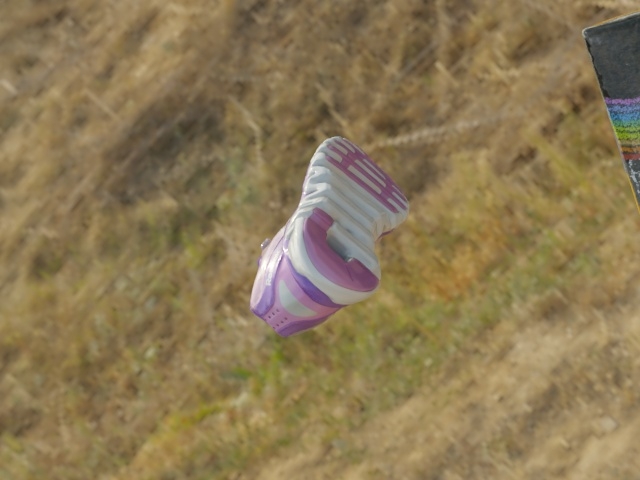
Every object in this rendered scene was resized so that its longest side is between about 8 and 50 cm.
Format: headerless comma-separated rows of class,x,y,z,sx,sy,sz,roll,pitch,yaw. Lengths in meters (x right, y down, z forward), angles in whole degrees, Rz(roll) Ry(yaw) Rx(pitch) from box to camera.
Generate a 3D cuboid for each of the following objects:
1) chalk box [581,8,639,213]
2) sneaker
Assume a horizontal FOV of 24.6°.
chalk box,0.372,-0.081,1.269,0.180,0.289,0.179,-15,7,31
sneaker,0.000,0.000,1.187,0.104,0.095,0.236,-47,8,28
